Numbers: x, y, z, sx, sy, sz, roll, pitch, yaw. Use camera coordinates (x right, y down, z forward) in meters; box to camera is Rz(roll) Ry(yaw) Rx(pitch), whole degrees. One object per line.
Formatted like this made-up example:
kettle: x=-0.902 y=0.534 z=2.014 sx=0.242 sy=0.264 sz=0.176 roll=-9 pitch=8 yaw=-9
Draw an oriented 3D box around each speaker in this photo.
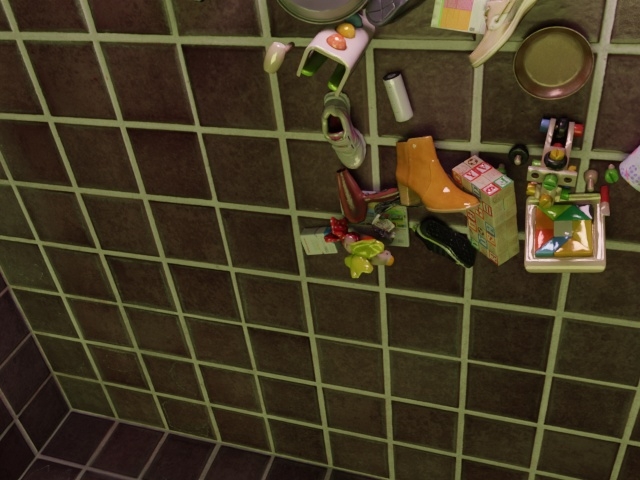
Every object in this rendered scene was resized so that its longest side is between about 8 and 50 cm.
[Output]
speaker: x=0.225 y=-0.414 z=1.892 sx=0.055 sy=0.055 sz=0.136 roll=-7 pitch=123 yaw=27

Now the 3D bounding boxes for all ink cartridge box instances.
ink cartridge box: x=0.000 y=0.000 z=2.319 sx=0.122 sy=0.052 sz=0.089 roll=-5 pitch=124 yaw=24

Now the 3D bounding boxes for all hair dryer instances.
hair dryer: x=0.169 y=-0.139 z=2.109 sx=0.293 sy=0.080 sz=0.224 roll=30 pitch=117 yaw=-10

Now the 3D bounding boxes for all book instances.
book: x=0.368 y=-0.597 z=1.703 sx=0.144 sy=0.035 sz=0.096 roll=13 pitch=130 yaw=10

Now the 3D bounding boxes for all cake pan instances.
cake pan: x=0.004 y=-0.701 z=1.650 sx=0.293 sy=0.054 sz=0.294 roll=1 pitch=96 yaw=5

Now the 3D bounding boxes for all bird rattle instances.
bird rattle: x=0.130 y=0.026 z=2.169 sx=0.206 sy=0.253 sz=0.143 roll=12 pitch=107 yaw=-30

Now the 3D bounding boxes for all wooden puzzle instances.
wooden puzzle: x=0.710 y=-0.026 z=1.907 sx=0.220 sy=0.239 sz=0.044 roll=-1 pitch=160 yaw=23

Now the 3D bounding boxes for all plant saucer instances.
plant saucer: x=0.607 y=-0.466 z=1.708 sx=0.198 sy=0.036 sz=0.199 roll=12 pitch=131 yaw=14

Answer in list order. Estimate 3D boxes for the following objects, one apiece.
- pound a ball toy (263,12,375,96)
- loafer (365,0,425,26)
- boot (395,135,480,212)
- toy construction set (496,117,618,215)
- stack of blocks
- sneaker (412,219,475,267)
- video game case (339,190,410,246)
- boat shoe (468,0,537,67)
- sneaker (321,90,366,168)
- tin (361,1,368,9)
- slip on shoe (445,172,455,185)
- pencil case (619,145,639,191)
pound a ball toy: x=0.008 y=-0.519 z=1.718 sx=0.208 sy=0.319 sz=0.136 roll=28 pitch=132 yaw=-1
loafer: x=0.248 y=-0.661 z=1.678 sx=0.302 sy=0.095 sz=0.109 roll=-33 pitch=80 yaw=33
boot: x=0.331 y=-0.199 z=1.913 sx=0.295 sy=0.104 sz=0.211 roll=12 pitch=114 yaw=47
toy construction set: x=0.668 y=-0.159 z=1.794 sx=0.308 sy=0.237 sz=0.257 roll=28 pitch=132 yaw=-1
stack of blocks: x=0.497 y=-0.087 z=1.960 sx=0.171 sy=0.087 sz=0.297 roll=47 pitch=164 yaw=45
sneaker: x=0.407 y=0.010 z=2.162 sx=0.234 sy=0.084 sz=0.097 roll=38 pitch=155 yaw=-9
video game case: x=0.184 y=-0.074 z=2.203 sx=0.226 sy=0.026 sz=0.207 roll=5 pitch=129 yaw=20
boat shoe: x=0.460 y=-0.573 z=1.638 sx=0.098 sy=0.109 sz=0.302 roll=36 pitch=126 yaw=-2
sneaker: x=0.060 y=-0.320 z=1.997 sx=0.102 sy=0.111 sz=0.252 roll=-9 pitch=123 yaw=28
tin: x=0.041 y=-0.668 z=1.730 sx=0.189 sy=0.106 sz=0.040 roll=25 pitch=125 yaw=1
slip on shoe: x=0.365 y=-0.190 z=2.023 sx=0.135 sy=0.051 sz=0.041 roll=43 pitch=153 yaw=-16
pencil case: x=0.917 y=-0.244 z=1.710 sx=0.124 sy=0.114 sz=0.273 roll=-1 pitch=144 yaw=-36
